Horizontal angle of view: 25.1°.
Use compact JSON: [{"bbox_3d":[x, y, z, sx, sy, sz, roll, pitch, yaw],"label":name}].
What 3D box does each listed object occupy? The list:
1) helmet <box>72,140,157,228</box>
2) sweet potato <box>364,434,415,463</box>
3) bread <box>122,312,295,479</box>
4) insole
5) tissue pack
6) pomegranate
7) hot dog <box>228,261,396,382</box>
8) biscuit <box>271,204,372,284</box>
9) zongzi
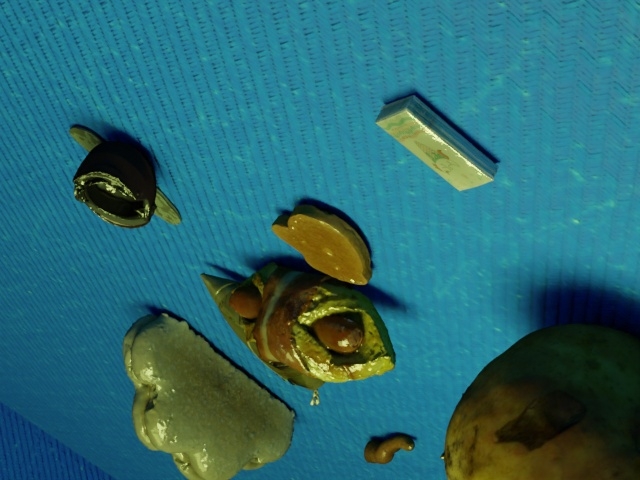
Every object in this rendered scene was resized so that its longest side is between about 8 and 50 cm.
[{"bbox_3d":[-0.233,-0.070,1.667,0.098,0.070,0.123,16,160,9],"label":"helmet"},{"bbox_3d":[0.094,0.317,2.156,0.044,0.044,0.179,32,158,-6],"label":"sweet potato"},{"bbox_3d":[-0.183,0.261,2.194,0.102,0.183,0.337,-9,138,46],"label":"bread"},{"bbox_3d":[-0.234,-0.077,1.739,0.065,0.006,0.193,4,147,47],"label":"insole"},{"bbox_3d":[0.104,-0.086,1.284,0.108,0.023,0.056,36,157,-19],"label":"tissue pack"},{"bbox_3d":[0.267,0.220,1.443,0.281,0.281,0.281,25,158,11],"label":"pomegranate"},{"bbox_3d":[-0.025,0.095,1.701,0.262,0.123,0.093,11,175,39],"label":"hot dog"},{"bbox_3d":[0.001,-0.001,1.597,0.118,0.023,0.140,22,158,18],"label":"biscuit"},{"bbox_3d":[-0.068,0.122,1.897,0.178,0.081,0.189,32,167,29],"label":"zongzi"}]
